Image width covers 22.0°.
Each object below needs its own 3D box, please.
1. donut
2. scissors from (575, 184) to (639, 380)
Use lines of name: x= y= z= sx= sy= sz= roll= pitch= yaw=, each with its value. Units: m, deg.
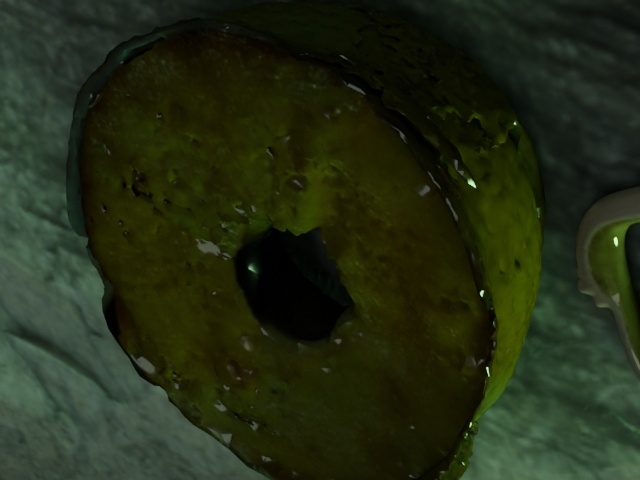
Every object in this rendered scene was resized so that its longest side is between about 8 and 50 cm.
donut: x=0.000 y=0.000 z=0.810 sx=0.272 sy=0.107 sz=0.272 roll=22 pitch=130 yaw=28
scissors: x=0.173 y=-0.038 z=0.715 sx=0.160 sy=0.024 sz=0.317 roll=3 pitch=119 yaw=35
